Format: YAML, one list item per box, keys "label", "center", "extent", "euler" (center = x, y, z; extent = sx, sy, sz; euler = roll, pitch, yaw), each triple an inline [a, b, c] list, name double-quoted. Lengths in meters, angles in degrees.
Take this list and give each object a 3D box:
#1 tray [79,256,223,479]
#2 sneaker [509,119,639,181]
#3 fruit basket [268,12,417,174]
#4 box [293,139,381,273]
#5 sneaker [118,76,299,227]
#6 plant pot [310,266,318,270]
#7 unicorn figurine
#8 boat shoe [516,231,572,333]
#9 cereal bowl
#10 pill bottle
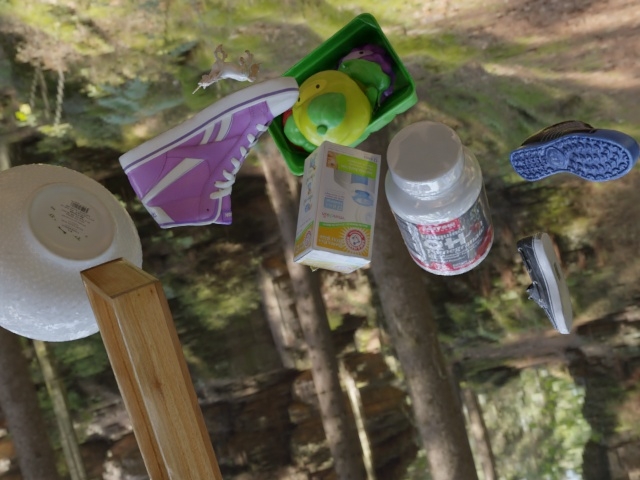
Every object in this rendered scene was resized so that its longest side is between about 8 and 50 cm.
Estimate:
- label: "tray"
  center: [-0.227, 0.238, 1.181]
  extent: [0.076, 0.410, 0.203]
  euler: [-22, -163, -23]
- label: "sneaker"
  center: [0.377, -0.139, 1.195]
  extent: [0.090, 0.081, 0.232]
  euler: [-38, -160, -20]
- label: "fruit basket"
  center: [0.025, -0.327, 1.919]
  extent: [0.392, 0.283, 0.392]
  euler: [-26, 164, -8]
- label: "box"
  center: [0.029, -0.055, 1.465]
  extent: [0.114, 0.203, 0.103]
  euler: [13, 161, -18]
- label: "sneaker"
  center: [-0.132, -0.114, 1.194]
  extent: [0.282, 0.161, 0.102]
  euler: [-29, 180, 10]
- label: "plant pot"
  center: [0.000, 0.000, 1.601]
  extent: [0.081, 0.083, 0.081]
  euler: [-31, -178, 5]
- label: "unicorn figurine"
  center: [-0.228, -0.416, 2.004]
  extent: [0.162, 0.111, 0.060]
  euler: [3, 154, 4]
- label: "boat shoe"
  center: [0.464, 0.093, 1.729]
  extent: [0.076, 0.228, 0.080]
  euler: [-11, -159, 34]
- label: "cereal bowl"
  center: [-0.468, 0.000, 1.472]
  extent: [0.339, 0.339, 0.141]
  euler: [-20, 165, -44]
- label: "pill bottle"
  center: [0.218, -0.078, 1.534]
  extent: [0.176, 0.176, 0.318]
  euler: [-14, 148, 11]
